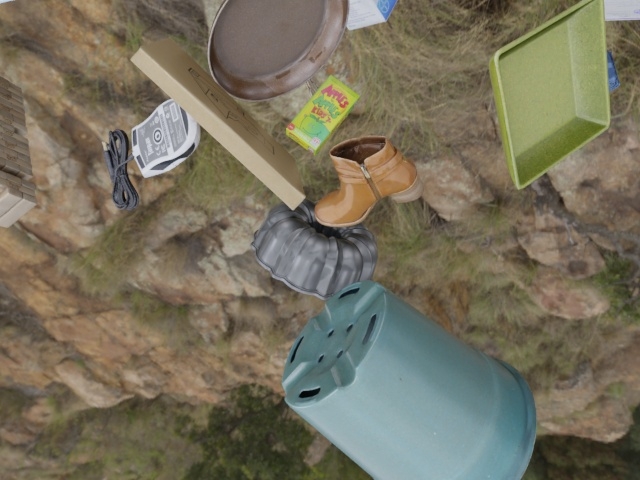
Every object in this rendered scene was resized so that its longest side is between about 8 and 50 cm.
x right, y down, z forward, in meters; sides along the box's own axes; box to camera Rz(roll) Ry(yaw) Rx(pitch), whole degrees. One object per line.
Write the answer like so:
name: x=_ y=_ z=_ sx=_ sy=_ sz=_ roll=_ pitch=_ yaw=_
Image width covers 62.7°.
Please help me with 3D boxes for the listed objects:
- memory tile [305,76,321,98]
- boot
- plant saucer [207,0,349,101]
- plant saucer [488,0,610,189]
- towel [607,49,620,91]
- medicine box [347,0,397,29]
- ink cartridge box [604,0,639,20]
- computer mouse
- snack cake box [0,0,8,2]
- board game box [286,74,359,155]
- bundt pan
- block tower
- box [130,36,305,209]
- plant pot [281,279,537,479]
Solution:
memory tile: x=-0.013 y=-0.431 z=1.551 sx=0.012 sy=0.113 sz=0.148 roll=-22 pitch=74 yaw=22
boot: x=0.048 y=-0.093 z=0.807 sx=0.197 sy=0.073 sz=0.152 roll=-19 pitch=151 yaw=23
plant saucer: x=-0.085 y=-0.408 z=1.019 sx=0.050 sy=0.310 sz=0.311 roll=56 pitch=139 yaw=24
plant saucer: x=0.293 y=-0.193 z=0.684 sx=0.045 sy=0.188 sz=0.189 roll=34 pitch=152 yaw=54
towel: x=0.669 y=-0.400 z=1.255 sx=0.029 sy=0.120 sz=0.067 roll=23 pitch=147 yaw=-33
medicine box: x=0.112 y=-0.812 z=1.497 sx=0.149 sy=0.264 sz=0.289 roll=10 pitch=156 yaw=46
ink cartridge box: x=0.711 y=-0.525 z=1.131 sx=0.206 sy=0.208 sz=0.045 roll=11 pitch=149 yaw=28
computer mouse: x=-0.204 y=-0.114 z=0.656 sx=0.192 sy=0.042 sz=0.106 roll=-18 pitch=82 yaw=36
snack cake box: x=-0.412 y=-0.391 z=0.656 sx=0.264 sy=0.089 sz=0.152 roll=-17 pitch=137 yaw=-7
board game box: x=0.006 y=-0.311 z=1.301 sx=0.092 sy=0.181 sz=0.043 roll=37 pitch=170 yaw=4
bundt pan: x=0.000 y=0.000 z=1.306 sx=0.330 sy=0.331 sz=0.124 roll=24 pitch=116 yaw=4
block tower: x=-0.649 y=-0.197 z=1.047 sx=0.097 sy=0.336 sz=0.091 roll=-32 pitch=152 yaw=15
box: x=-0.098 y=-0.128 z=0.555 sx=0.021 sy=0.164 sz=0.201 roll=-43 pitch=111 yaw=11
plant pot: x=0.134 y=0.266 z=0.928 sx=0.334 sy=0.341 sz=0.341 roll=40 pitch=132 yaw=-20
